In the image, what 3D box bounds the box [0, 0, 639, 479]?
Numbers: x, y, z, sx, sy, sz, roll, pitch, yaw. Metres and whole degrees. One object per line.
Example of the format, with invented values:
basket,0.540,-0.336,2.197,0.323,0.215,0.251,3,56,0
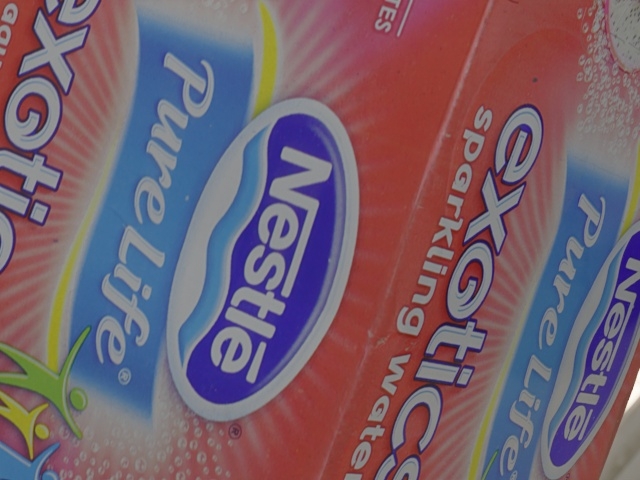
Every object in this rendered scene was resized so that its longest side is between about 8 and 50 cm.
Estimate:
box,0.000,0.000,0.446,0.154,0.142,0.300,16,95,-57
